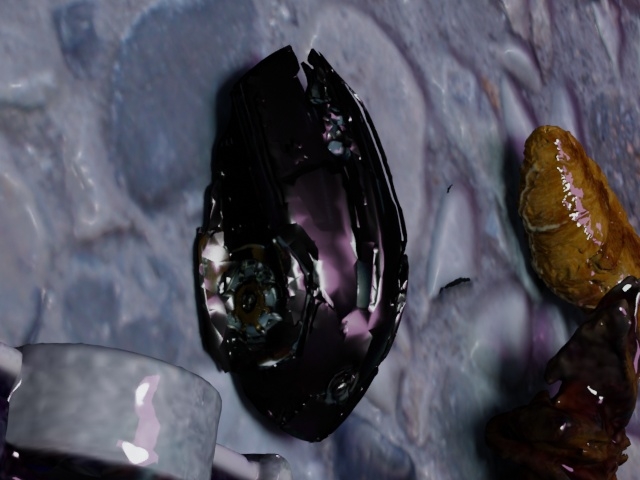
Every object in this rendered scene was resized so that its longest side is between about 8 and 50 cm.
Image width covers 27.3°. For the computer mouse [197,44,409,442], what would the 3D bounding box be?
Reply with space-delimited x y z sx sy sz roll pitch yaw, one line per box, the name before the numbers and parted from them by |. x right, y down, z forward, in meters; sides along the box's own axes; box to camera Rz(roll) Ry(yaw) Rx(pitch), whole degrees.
computer mouse | 0.000 0.000 0.784 0.146 0.077 0.242 6 78 -54

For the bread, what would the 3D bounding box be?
bread | 0.216 0.007 1.067 0.233 0.076 0.105 50 34 -25

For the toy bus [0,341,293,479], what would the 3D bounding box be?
toy bus | -0.218 0.094 0.331 0.440 0.249 0.209 37 54 -50

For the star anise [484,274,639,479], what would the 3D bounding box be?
star anise | 0.179 0.146 0.981 0.272 0.102 0.272 14 90 -70
